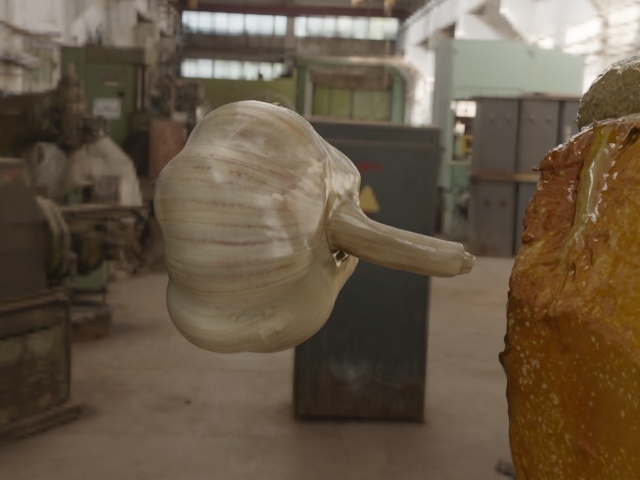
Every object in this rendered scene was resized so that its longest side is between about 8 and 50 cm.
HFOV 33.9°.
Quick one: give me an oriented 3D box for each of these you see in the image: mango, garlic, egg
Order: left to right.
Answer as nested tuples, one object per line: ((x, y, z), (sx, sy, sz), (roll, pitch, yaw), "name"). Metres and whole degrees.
((0.000, 0.000, 0.775), (0.225, 0.199, 0.199), (9, 8, 22), "garlic")
((0.273, -0.094, 0.842), (0.116, 0.118, 0.140), (-20, 36, -33), "egg")
((0.209, 0.084, 0.632), (0.199, 0.350, 0.201), (2, -7, 1), "mango")
